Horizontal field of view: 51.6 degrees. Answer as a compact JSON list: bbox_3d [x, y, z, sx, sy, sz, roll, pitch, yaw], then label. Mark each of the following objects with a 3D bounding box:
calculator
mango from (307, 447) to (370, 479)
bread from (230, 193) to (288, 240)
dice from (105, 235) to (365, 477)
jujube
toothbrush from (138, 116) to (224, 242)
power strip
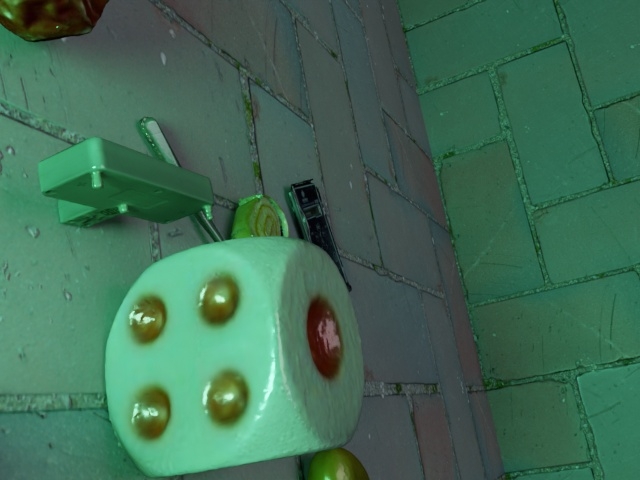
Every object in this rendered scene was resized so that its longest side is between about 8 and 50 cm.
[{"bbox_3d":[0.001,0.000,1.469,0.165,0.028,0.274,-29,101,-68],"label":"calculator"},{"bbox_3d":[0.047,0.462,1.179,0.137,0.091,0.237,-74,147,-44],"label":"mango"},{"bbox_3d":[-0.109,-0.007,1.171,0.117,0.064,0.156,53,31,-32],"label":"bread"},{"bbox_3d":[-0.102,0.148,0.836,0.243,0.251,0.259,24,53,-59],"label":"dice"},{"bbox_3d":[-0.332,-0.359,0.761,0.174,0.174,0.251,-40,126,-66],"label":"jujube"},{"bbox_3d":[-0.201,-0.060,1.038,0.297,0.030,0.030,63,33,-21],"label":"toothbrush"},{"bbox_3d":[-0.240,-0.050,0.781,0.215,0.145,0.061,18,58,-63],"label":"power strip"}]
